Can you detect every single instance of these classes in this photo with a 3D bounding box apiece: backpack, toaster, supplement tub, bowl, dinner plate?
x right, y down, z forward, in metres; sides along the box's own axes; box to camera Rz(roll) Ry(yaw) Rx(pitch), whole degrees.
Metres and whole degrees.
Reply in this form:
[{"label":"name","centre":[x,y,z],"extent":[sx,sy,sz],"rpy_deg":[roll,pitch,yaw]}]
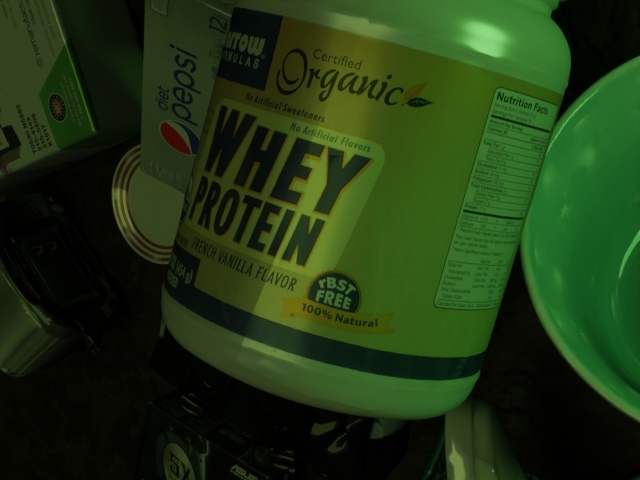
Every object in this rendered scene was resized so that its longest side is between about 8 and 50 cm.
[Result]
[{"label":"backpack","centre":[0.000,0.000,0.977],"extent":[0.290,0.273,0.355],"rpy_deg":[24,133,28]},{"label":"toaster","centre":[-0.350,0.065,1.288],"extent":[0.146,0.129,0.227],"rpy_deg":[-41,80,38]},{"label":"supplement tub","centre":[0.034,-0.064,0.714],"extent":[0.228,0.228,0.316],"rpy_deg":[20,99,29]},{"label":"bowl","centre":[0.306,0.021,0.762],"extent":[0.311,0.163,0.311],"rpy_deg":[-6,65,13]},{"label":"dinner plate","centre":[-0.185,-0.043,1.214],"extent":[0.141,0.017,0.141],"rpy_deg":[9,106,32]}]

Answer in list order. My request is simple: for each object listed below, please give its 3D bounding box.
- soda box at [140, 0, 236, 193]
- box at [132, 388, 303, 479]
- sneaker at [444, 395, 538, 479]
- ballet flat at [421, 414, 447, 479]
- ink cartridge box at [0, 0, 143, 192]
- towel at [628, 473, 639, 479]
[{"label":"soda box","centre":[-0.107,-0.159,0.995],"extent":[0.091,0.098,0.286],"rpy_deg":[26,148,5]},{"label":"box","centre":[-0.121,0.275,1.212],"extent":[0.180,0.077,0.147],"rpy_deg":[27,115,27]},{"label":"sneaker","centre":[0.203,0.258,0.872],"extent":[0.169,0.108,0.292],"rpy_deg":[-11,97,17]},{"label":"ballet flat","centre":[0.116,0.246,0.997],"extent":[0.070,0.188,0.070],"rpy_deg":[25,157,11]},{"label":"ink cartridge box","centre":[-0.339,-0.182,1.222],"extent":[0.278,0.117,0.201],"rpy_deg":[-17,92,36]},{"label":"towel","centre":[0.279,0.363,0.917],"extent":[0.370,0.040,0.271],"rpy_deg":[-35,81,16]}]
